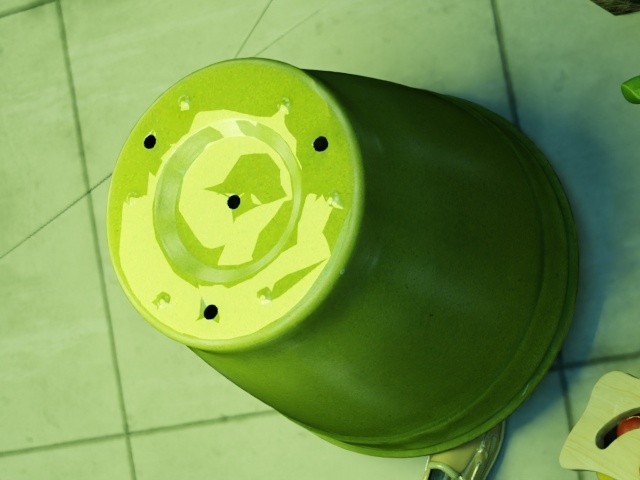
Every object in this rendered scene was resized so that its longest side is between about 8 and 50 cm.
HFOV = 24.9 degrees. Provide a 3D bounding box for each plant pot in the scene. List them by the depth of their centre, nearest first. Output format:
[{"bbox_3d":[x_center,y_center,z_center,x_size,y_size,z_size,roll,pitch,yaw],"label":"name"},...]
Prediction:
[{"bbox_3d":[0.000,0.000,1.287,0.366,0.353,0.367,-6,77,26],"label":"plant pot"}]

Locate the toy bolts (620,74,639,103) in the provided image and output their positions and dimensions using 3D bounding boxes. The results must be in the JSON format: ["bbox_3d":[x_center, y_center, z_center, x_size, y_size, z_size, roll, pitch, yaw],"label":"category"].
[{"bbox_3d":[0.398,-0.088,1.241,0.158,0.218,0.228,-36,94,4],"label":"toy bolts"}]

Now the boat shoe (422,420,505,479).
[{"bbox_3d":[0.132,0.214,1.413,0.068,0.072,0.190,14,95,24],"label":"boat shoe"}]

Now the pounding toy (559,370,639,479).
[{"bbox_3d":[0.357,0.215,1.275,0.269,0.154,0.154,7,81,55],"label":"pounding toy"}]

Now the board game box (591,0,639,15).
[{"bbox_3d":[0.355,-0.303,1.228,0.291,0.232,0.141,-10,87,24],"label":"board game box"}]
